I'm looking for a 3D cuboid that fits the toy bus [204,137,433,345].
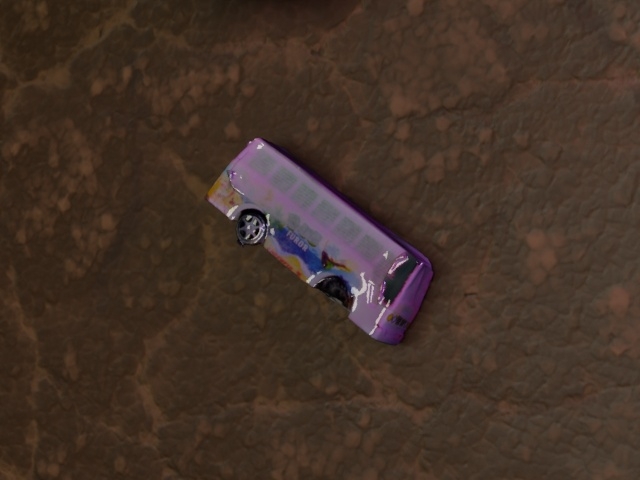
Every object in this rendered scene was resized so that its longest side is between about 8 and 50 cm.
[{"bbox_3d":[0.000,0.000,2.154,0.274,0.090,0.112,39,97,22],"label":"toy bus"}]
